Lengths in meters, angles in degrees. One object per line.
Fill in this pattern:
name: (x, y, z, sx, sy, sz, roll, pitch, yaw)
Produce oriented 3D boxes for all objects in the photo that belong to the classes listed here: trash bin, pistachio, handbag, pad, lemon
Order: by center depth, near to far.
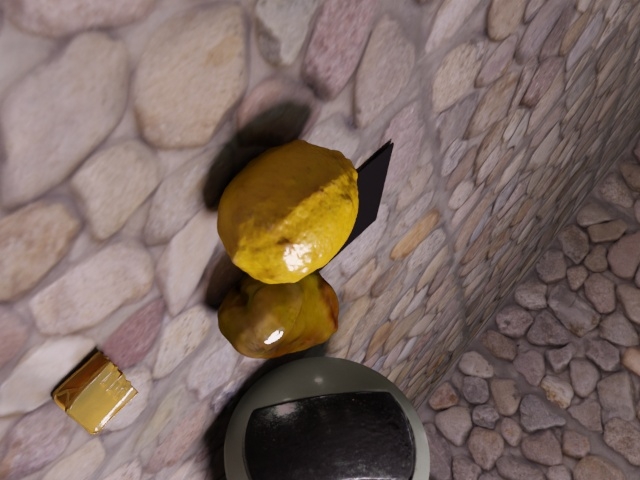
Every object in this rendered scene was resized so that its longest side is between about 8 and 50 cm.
lemon: (-0.026, -0.028, 0.748, 0.155, 0.114, 0.114, -46, 161, -32)
handbag: (-0.204, 0.139, 0.765, 0.061, 0.027, 0.083, -45, 159, -19)
pistachio: (-0.049, 0.074, 0.902, 0.110, 0.100, 0.189, -21, 172, 21)
pad: (0.000, 0.000, 1.023, 0.245, 0.006, 0.170, -42, 159, -26)
trash bin: (-0.009, 0.364, 1.260, 0.280, 0.280, 0.432, -42, 162, -28)
